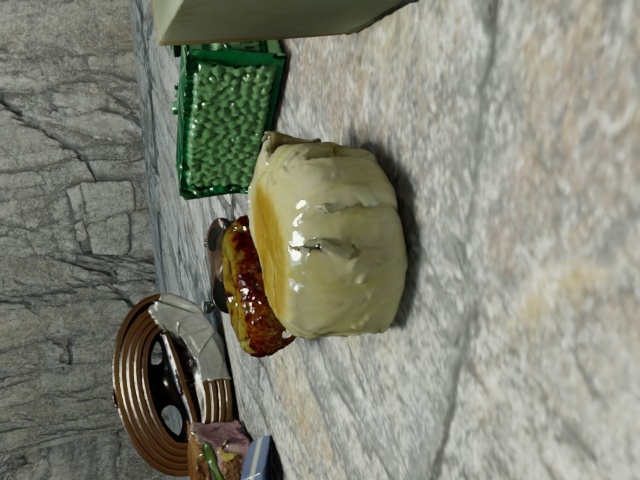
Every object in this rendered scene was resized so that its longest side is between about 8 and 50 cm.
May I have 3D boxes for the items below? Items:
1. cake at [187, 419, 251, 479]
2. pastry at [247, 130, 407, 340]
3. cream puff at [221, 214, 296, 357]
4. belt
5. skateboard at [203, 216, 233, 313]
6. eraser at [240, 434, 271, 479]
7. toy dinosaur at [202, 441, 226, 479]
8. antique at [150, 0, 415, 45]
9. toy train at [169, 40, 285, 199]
[{"bbox_3d":[-0.160,0.457,1.097,0.113,0.115,0.296,148,114,-70],"label":"cake"},{"bbox_3d":[0.000,0.000,0.482,0.166,0.088,0.166,173,90,-71],"label":"pastry"},{"bbox_3d":[-0.055,0.046,0.672,0.149,0.084,0.149,174,90,-75],"label":"cream puff"},{"bbox_3d":[-0.280,0.271,1.230,0.122,0.217,0.339,128,127,-73],"label":"belt"},{"bbox_3d":[-0.141,0.037,0.969,0.080,0.067,0.152,-20,74,62],"label":"skateboard"},{"bbox_3d":[-0.094,0.402,0.967,0.082,0.036,0.225,-80,-8,-64],"label":"eraser"},{"bbox_3d":[-0.053,0.454,0.777,0.301,0.087,0.447,-42,63,57],"label":"toy dinosaur"},{"bbox_3d":[-0.034,-0.206,0.399,0.148,0.151,0.147,-175,76,-68],"label":"antique"},{"bbox_3d":[-0.123,-0.168,0.737,0.269,0.115,0.155,112,151,-54],"label":"toy train"}]
